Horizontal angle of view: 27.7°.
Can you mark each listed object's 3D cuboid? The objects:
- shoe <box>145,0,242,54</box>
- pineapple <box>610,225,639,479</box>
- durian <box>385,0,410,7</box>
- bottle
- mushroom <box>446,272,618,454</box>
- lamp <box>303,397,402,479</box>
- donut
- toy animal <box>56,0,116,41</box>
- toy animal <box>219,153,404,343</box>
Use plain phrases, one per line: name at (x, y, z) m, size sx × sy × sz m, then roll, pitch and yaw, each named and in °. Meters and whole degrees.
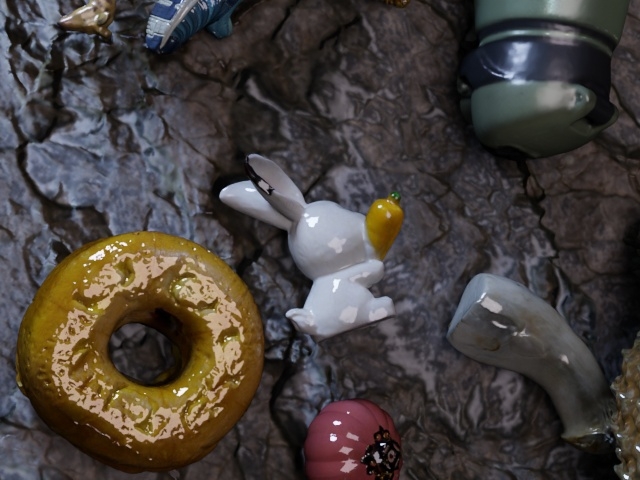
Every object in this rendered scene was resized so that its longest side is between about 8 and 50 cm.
shoe at (-0.106, -0.224, 1.233) m, size 0.143 × 0.064 × 0.071 m, roll -43°, pitch 116°, yaw -9°
pineapple at (0.363, 0.114, 1.234) m, size 0.202 × 0.202 × 0.362 m, roll 7°, pitch 54°, yaw -15°
durian at (0.032, -0.356, 1.246) m, size 0.250 × 0.138 × 0.183 m, roll 42°, pitch 85°, yaw -3°
bottle at (0.225, -0.251, 1.271) m, size 0.168 × 0.168 × 0.347 m, roll 10°, pitch 84°, yaw -15°
mushroom at (0.226, 0.123, 1.289) m, size 0.223 × 0.081 × 0.092 m, roll 42°, pitch 74°, yaw -11°
lamp at (0.031, 0.202, 1.221) m, size 0.107 × 0.092 × 0.107 m, roll 10°, pitch 76°, yaw -50°
donut at (-0.158, 0.099, 1.164) m, size 0.227 × 0.114 × 0.226 m, roll 2°, pitch 84°, yaw -15°
toy animal at (-0.220, -0.327, 1.209) m, size 0.149 × 0.054 × 0.275 m, roll -24°, pitch 94°, yaw -14°
toy animal at (0.000, 0.000, 1.216) m, size 0.127 × 0.131 × 0.181 m, roll -10°, pitch 78°, yaw -38°
